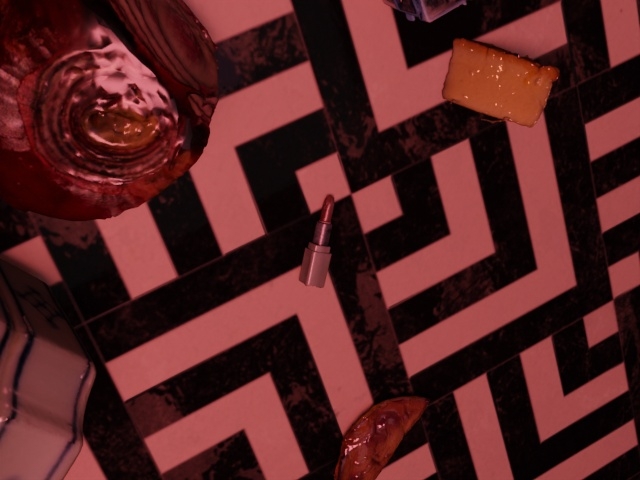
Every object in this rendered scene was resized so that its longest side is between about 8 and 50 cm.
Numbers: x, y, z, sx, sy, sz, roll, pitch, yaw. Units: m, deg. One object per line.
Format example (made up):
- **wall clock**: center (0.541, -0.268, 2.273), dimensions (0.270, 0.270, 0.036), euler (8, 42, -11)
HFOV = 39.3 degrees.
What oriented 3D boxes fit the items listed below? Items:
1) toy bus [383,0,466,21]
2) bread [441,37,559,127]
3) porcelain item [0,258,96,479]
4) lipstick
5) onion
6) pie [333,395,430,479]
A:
- **toy bus**: center (0.191, -0.343, 0.941), dimensions (0.297, 0.131, 0.106), euler (-32, 119, -11)
- **bread**: center (0.203, -0.176, 1.023), dimensions (0.080, 0.109, 0.084), euler (5, 110, -31)
- **porcelain item**: center (-0.343, 0.156, 0.777), dimensions (0.157, 0.281, 0.285), euler (32, 94, -35)
- **lipstick**: center (0.000, 0.000, 1.035), dimensions (0.025, 0.025, 0.107), euler (7, 99, -28)
- **onion**: center (-0.217, -0.144, 0.779), dimensions (0.206, 0.216, 0.207), euler (-35, 118, 15)
- **pie**: center (0.069, 0.264, 1.159), dimensions (0.092, 0.034, 0.169), euler (27, 96, -35)
